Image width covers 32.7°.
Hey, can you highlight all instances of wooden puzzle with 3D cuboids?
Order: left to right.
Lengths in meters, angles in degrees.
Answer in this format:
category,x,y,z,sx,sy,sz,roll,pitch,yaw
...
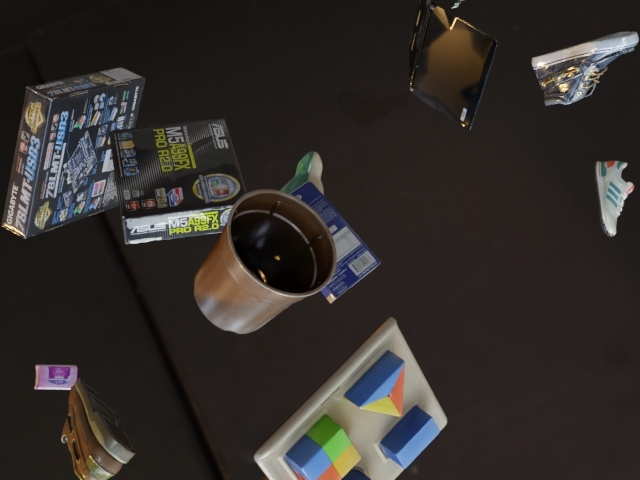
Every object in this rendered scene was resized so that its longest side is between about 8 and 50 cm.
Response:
category,x,y,z,sx,sy,sz,roll,pitch,yaw
wooden puzzle,0.076,0.341,1.831,0.080,0.322,0.348,31,158,41

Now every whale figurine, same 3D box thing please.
category,x,y,z,sx,sy,sz,roll,pitch,yaw
whale figurine,-0.065,-0.064,2.385,0.216,0.141,0.272,99,180,-67

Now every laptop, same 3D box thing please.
category,x,y,z,sx,sy,sz,roll,pitch,yaw
laptop,0.269,-0.409,2.259,0.234,0.136,0.264,102,175,-46

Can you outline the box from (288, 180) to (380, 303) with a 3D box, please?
category,x,y,z,sx,sy,sz,roll,pitch,yaw
box,0.000,0.000,2.201,0.225,0.136,0.036,51,151,5

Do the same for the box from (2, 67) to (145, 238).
category,x,y,z,sx,sy,sz,roll,pitch,yaw
box,-0.479,-0.176,2.137,0.073,0.293,0.295,26,116,21

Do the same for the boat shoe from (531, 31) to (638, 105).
category,x,y,z,sx,sy,sz,roll,pitch,yaw
boat shoe,0.408,-0.259,1.655,0.183,0.065,0.083,-8,102,50

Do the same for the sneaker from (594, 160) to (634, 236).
category,x,y,z,sx,sy,sz,roll,pitch,yaw
sneaker,0.604,-0.089,2.226,0.057,0.075,0.161,49,-144,-69

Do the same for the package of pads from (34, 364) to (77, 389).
category,x,y,z,sx,sy,sz,roll,pitch,yaw
package of pads,-0.539,0.278,2.223,0.032,0.083,0.050,162,111,-64

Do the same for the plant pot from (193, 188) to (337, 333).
category,x,y,z,sx,sy,sz,roll,pitch,yaw
plant pot,-0.089,0.040,1.528,0.165,0.167,0.167,-45,65,47

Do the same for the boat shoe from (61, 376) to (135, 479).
category,x,y,z,sx,sy,sz,roll,pitch,yaw
boat shoe,-0.437,0.351,2.031,0.111,0.104,0.307,45,176,-23

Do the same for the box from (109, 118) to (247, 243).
category,x,y,z,sx,sy,sz,roll,pitch,yaw
box,-0.252,-0.110,1.924,0.270,0.216,0.060,-109,15,-49

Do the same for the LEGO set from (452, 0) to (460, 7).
category,x,y,z,sx,sy,sz,roll,pitch,yaw
LEGO set,0.243,-0.451,1.936,0.083,0.023,0.054,89,171,-57
